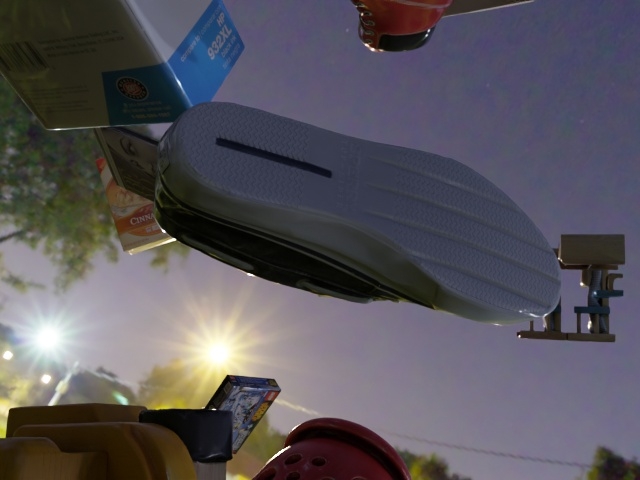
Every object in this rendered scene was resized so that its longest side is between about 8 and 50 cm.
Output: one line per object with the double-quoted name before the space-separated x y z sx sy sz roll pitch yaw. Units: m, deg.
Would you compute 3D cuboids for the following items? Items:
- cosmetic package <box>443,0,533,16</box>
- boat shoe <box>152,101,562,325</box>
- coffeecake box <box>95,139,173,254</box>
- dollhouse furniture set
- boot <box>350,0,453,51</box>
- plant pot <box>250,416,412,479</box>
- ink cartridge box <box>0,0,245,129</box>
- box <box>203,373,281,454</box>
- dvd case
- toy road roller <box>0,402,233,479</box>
"cosmetic package" 0.237 -0.372 1.036 0.239 0.099 0.060 11 -53 52
"boat shoe" 0.030 -0.010 0.567 0.335 0.121 0.119 21 -31 -14
"coffeecake box" -0.332 -0.084 1.362 0.068 0.142 0.185 107 -36 -82
"dollhouse furniture set" 0.327 0.068 0.942 0.129 0.129 0.183 0 -8 17
"boot" 0.035 -0.277 0.783 0.244 0.088 0.176 4 -24 -18
"plant pot" 0.009 0.311 0.797 0.191 0.174 0.191 15 -54 21
"ink cartridge box" -0.245 -0.263 0.667 0.223 0.129 0.307 3 -39 30
"box" -0.130 0.257 1.035 0.094 0.137 0.027 18 23 -44
"dvd case" -0.242 -0.098 1.083 0.221 0.018 0.164 24 -29 15
"toy road roller" -0.247 0.252 0.656 0.329 0.202 0.240 -10 -19 31
